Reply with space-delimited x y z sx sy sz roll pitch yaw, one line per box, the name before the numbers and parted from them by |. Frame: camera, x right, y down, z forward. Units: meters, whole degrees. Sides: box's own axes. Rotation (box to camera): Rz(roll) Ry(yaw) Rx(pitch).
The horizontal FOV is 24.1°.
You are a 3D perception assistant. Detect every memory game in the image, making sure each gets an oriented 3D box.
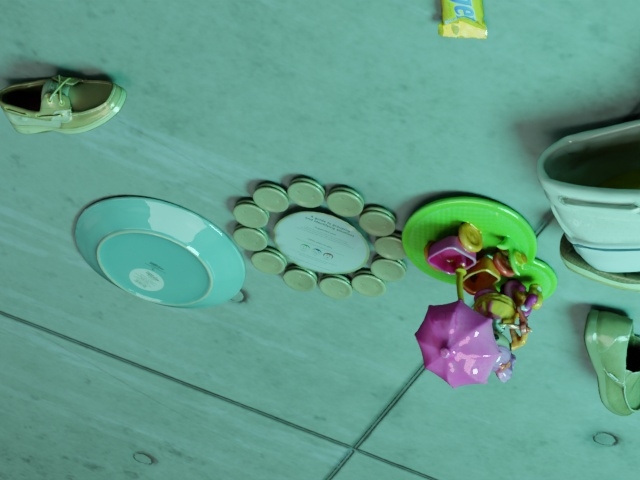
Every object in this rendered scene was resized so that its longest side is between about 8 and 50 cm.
memory game | 0.000 0.000 1.493 0.186 0.012 0.186 11 144 8

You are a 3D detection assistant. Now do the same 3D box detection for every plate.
plate | -0.172 0.022 1.580 0.188 0.024 0.188 10 143 7

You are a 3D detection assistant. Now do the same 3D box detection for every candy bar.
candy bar | 0.105 -0.217 1.161 0.040 0.018 0.161 5 143 14

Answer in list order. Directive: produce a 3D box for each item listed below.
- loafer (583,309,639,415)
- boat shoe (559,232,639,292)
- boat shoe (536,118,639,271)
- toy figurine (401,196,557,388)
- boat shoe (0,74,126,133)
loafer | 0.304 0.127 1.504 0.050 0.056 0.148 0 141 31
boat shoe | 0.311 0.027 1.368 0.190 0.068 0.072 10 155 9
boat shoe | 0.329 -0.076 1.181 0.367 0.136 0.156 -7 136 43
toy figurine | 0.147 0.071 1.397 0.173 0.159 0.130 35 135 -28
boat shoe | -0.242 -0.128 1.386 0.135 0.050 0.045 -7 143 29
